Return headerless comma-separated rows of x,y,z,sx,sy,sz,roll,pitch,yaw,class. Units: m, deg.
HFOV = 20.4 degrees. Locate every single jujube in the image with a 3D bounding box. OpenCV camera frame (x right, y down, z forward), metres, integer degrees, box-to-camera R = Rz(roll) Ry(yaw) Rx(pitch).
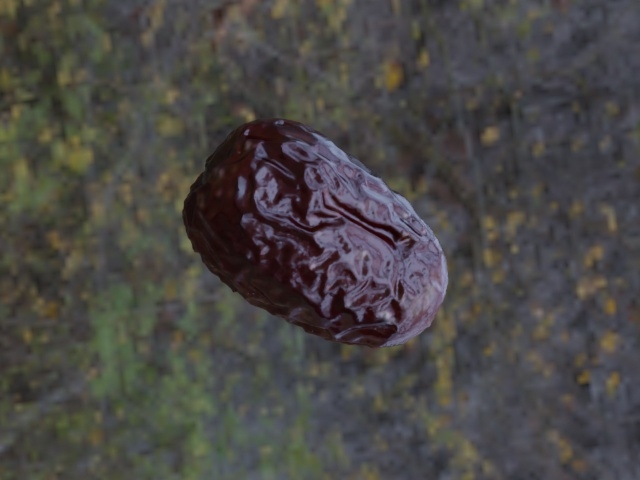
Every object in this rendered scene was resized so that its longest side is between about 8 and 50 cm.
0.000,0.000,1.126,0.112,0.176,0.109,-54,-169,8,jujube
